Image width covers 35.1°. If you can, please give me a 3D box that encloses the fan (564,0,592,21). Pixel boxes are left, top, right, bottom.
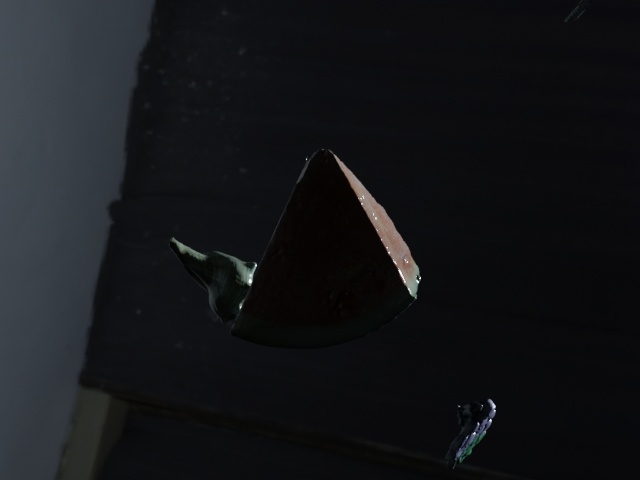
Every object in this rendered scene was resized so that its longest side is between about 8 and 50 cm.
[{"bbox_3d":[0.368,-0.337,1.382,0.113,0.005,0.175,-58,-179,-15],"label":"fan"}]

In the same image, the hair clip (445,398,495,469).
[{"bbox_3d":[0.268,0.357,1.877,0.124,0.052,0.195,-35,150,-22],"label":"hair clip"}]

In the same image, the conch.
[{"bbox_3d":[-0.179,0.070,1.876,0.114,0.234,0.137,-39,-176,-18],"label":"conch"}]

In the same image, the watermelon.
[{"bbox_3d":[0.001,0.043,1.526,0.292,0.283,0.250,71,20,-54],"label":"watermelon"}]
